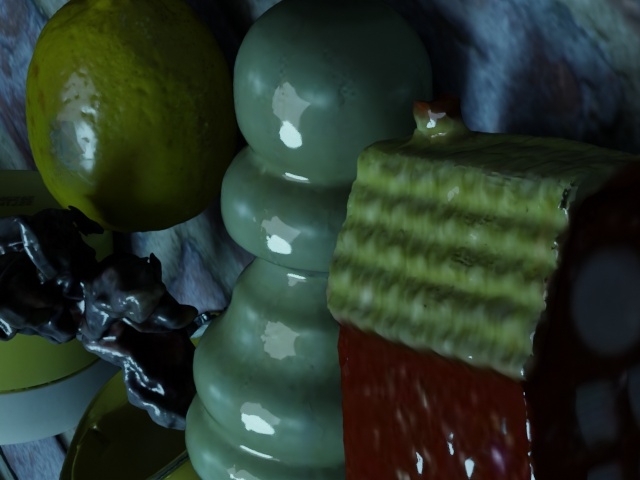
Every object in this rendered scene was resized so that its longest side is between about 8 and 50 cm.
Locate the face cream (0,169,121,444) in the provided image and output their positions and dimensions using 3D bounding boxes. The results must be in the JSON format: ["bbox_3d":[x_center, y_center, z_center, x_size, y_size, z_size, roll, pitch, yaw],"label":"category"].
[{"bbox_3d":[-0.299,0.057,1.478,0.218,0.218,0.179,33,132,45],"label":"face cream"}]

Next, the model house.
[{"bbox_3d":[0.111,0.046,0.884,0.196,0.160,0.254,13,116,56],"label":"model house"}]

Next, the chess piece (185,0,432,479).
[{"bbox_3d":[0.000,0.000,1.038,0.182,0.182,0.330,32,127,46],"label":"chess piece"}]

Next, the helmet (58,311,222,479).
[{"bbox_3d":[-0.096,0.179,1.288,0.140,0.205,0.257,52,-177,-16],"label":"helmet"}]

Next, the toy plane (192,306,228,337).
[{"bbox_3d":[-0.093,0.070,1.296,0.084,0.078,0.024,-4,113,57],"label":"toy plane"}]

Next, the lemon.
[{"bbox_3d":[-0.143,-0.101,1.198,0.170,0.170,0.207,32,133,46],"label":"lemon"}]

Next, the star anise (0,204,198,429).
[{"bbox_3d":[-0.183,0.046,1.186,0.282,0.212,0.129,18,84,63],"label":"star anise"}]
